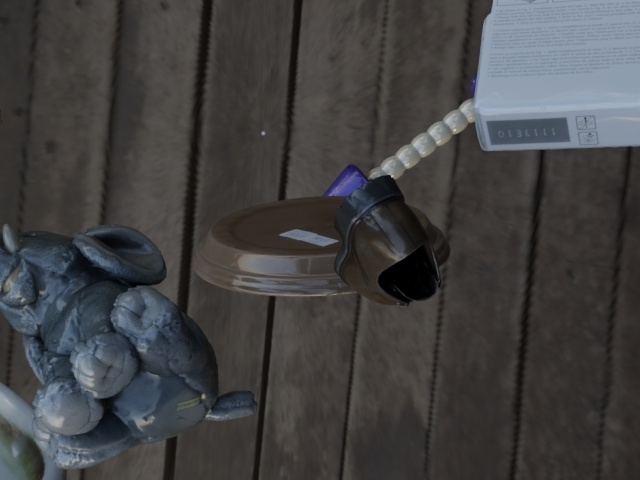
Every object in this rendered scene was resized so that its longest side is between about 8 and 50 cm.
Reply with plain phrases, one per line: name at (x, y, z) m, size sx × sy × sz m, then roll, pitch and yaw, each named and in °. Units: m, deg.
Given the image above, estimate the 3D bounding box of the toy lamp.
toy lamp at (0.119, -0.110, 1.946) m, size 0.274 × 0.080 × 0.080 m, roll -36°, pitch 95°, yaw -3°

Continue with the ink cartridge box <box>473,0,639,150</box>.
ink cartridge box at (0.284, -0.188, 1.357) m, size 0.275 × 0.239 × 0.060 m, roll -1°, pitch 139°, yaw 16°

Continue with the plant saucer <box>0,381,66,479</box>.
plant saucer at (-0.419, 0.183, 1.281) m, size 0.400 × 0.400 × 0.100 m, roll 19°, pitch 104°, yaw -3°

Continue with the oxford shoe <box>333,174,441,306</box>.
oxford shoe at (0.066, 0.028, 1.399) m, size 0.083 × 0.227 × 0.096 m, roll -34°, pitch 71°, yaw -4°

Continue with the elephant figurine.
elephant figurine at (-0.192, 0.050, 1.207) m, size 0.169 × 0.239 × 0.186 m, roll -30°, pitch 139°, yaw -15°

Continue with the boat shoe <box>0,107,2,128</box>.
boat shoe at (-0.343, -0.105, 1.067) m, size 0.121 × 0.341 × 0.110 m, roll -49°, pitch 124°, yaw -23°

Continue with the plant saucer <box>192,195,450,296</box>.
plant saucer at (0.000, 0.000, 1.631) m, size 0.278 × 0.278 × 0.041 m, roll -3°, pitch 107°, yaw -2°
